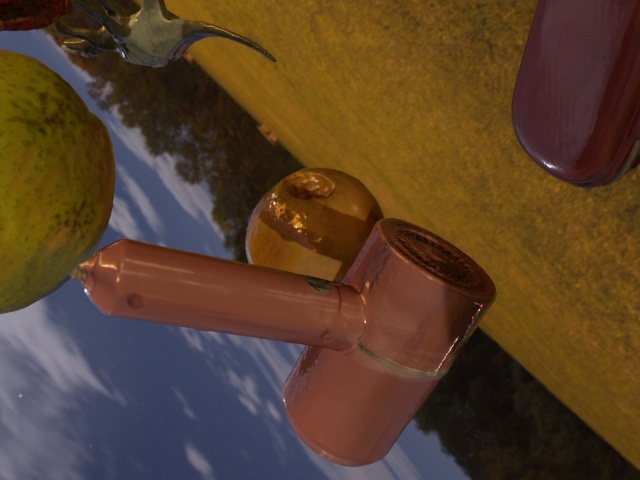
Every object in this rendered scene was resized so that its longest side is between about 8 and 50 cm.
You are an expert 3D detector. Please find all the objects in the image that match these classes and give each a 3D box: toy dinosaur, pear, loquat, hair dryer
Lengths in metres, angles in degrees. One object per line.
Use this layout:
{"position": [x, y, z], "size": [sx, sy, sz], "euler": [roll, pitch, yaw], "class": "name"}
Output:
{"position": [-0.230, -0.290, 0.840], "size": [0.392, 0.092, 0.205], "euler": [9, 166, 16], "class": "toy dinosaur"}
{"position": [-0.483, -0.091, 0.916], "size": [0.391, 0.391, 0.391], "euler": [47, -179, -1], "class": "pear"}
{"position": [-0.004, 0.003, 0.913], "size": [0.213, 0.213, 0.213], "euler": [47, -179, -1], "class": "loquat"}
{"position": [-0.035, 0.072, 0.524], "size": [0.352, 0.210, 0.125], "euler": [15, -155, -32], "class": "hair dryer"}

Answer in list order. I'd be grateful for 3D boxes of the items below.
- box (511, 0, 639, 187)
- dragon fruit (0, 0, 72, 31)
{"position": [0.385, -0.275, 0.845], "size": [0.263, 0.108, 0.404], "euler": [-115, 27, -51], "class": "box"}
{"position": [-0.359, -0.275, 0.593], "size": [0.261, 0.134, 0.212], "euler": [-4, -138, -32], "class": "dragon fruit"}
